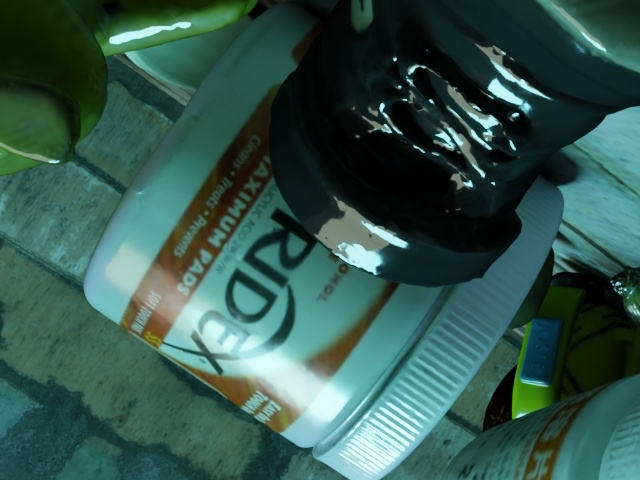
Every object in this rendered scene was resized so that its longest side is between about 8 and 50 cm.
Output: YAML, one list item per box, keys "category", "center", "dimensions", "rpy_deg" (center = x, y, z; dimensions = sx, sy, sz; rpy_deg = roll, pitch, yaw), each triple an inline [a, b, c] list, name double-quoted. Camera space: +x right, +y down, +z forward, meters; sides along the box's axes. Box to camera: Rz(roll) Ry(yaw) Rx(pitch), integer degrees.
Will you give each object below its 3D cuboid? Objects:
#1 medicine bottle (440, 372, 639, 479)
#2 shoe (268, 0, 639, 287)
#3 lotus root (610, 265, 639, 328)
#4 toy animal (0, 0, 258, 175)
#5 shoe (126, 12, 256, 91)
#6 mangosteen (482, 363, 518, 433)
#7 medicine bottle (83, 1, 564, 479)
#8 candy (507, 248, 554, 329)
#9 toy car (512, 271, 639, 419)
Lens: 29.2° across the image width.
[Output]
- category: "medicine bottle"
  center: [0.235, 0.202, 0.873]
  dimensions: [0.211, 0.211, 0.371]
  rpy_deg: [35, 155, -5]
- category: "shoe"
  center: [0.038, -0.055, 0.430]
  dimensions: [0.114, 0.137, 0.291]
  rpy_deg: [34, 178, -3]
- category: "lotus root"
  center: [0.246, 0.047, 0.848]
  dimensions: [0.099, 0.049, 0.054]
  rpy_deg: [35, 158, -2]
- category: "toy animal"
  center: [-0.138, -0.166, 0.640]
  dimensions: [0.181, 0.180, 0.363]
  rpy_deg: [55, -144, -16]
- category: "shoe"
  center: [-0.108, -0.168, 0.952]
  dimensions: [0.110, 0.095, 0.265]
  rpy_deg: [34, -179, 37]
- category: "mangosteen"
  center: [0.338, 0.268, 1.549]
  dimensions: [0.288, 0.288, 0.288]
  rpy_deg: [34, 179, 1]
- category: "medicine bottle"
  center: [0.000, 0.000, 0.848]
  dimensions: [0.241, 0.252, 0.252]
  rpy_deg: [34, 179, -2]
- category: "candy"
  center: [0.113, -0.006, 1.117]
  dimensions: [0.104, 0.102, 0.234]
  rpy_deg: [35, 178, -34]
- category: "toy car"
  center: [0.275, 0.145, 1.171]
  dimensions: [0.142, 0.200, 0.248]
  rpy_deg: [7, 165, 29]
